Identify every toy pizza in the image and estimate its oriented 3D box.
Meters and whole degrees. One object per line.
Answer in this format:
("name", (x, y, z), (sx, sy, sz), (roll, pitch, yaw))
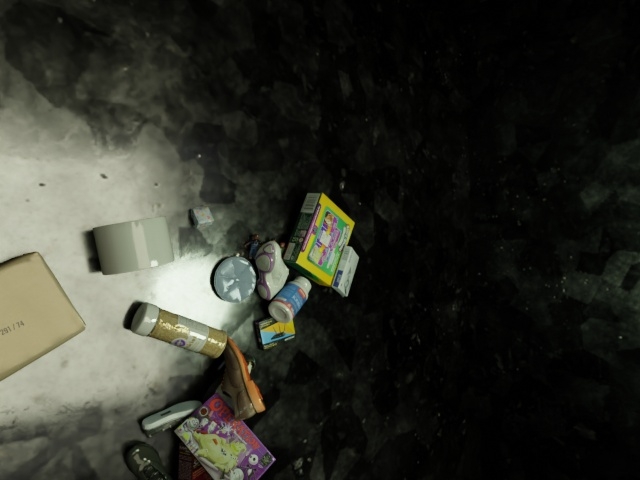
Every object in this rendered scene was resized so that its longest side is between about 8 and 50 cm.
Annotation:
("toy pizza", (-0.372, 0.170, 1.870), (0.201, 0.032, 0.201), (0, 89, -39))

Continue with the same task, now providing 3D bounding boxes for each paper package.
("paper package", (-0.962, 0.234, 1.322), (0.325, 0.168, 0.309), (-34, 109, -33))

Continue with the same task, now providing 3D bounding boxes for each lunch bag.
("lunch bag", (-0.491, -0.101, 1.776), (0.071, 0.053, 0.083), (-16, 72, -37))

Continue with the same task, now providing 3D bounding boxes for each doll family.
("doll family", (-0.244, 0.034, 1.948), (0.193, 0.076, 0.111), (4, 102, -41))

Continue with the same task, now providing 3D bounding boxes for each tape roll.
("tape roll", (-0.657, 0.016, 1.521), (0.246, 0.246, 0.169), (-13, 96, -38))

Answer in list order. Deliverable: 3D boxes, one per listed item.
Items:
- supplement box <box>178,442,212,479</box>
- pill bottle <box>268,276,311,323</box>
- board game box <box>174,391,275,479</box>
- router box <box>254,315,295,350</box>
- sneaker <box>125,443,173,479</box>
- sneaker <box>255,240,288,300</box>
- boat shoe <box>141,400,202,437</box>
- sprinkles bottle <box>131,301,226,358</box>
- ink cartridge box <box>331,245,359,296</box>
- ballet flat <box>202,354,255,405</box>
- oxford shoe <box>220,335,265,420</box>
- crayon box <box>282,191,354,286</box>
("supplement box", (-0.491, 0.902, 1.690), (0.130, 0.073, 0.239), (5, 84, -68))
("pill bottle", (-0.133, 0.266, 1.980), (0.124, 0.124, 0.221), (60, 41, -20))
("board game box", (-0.363, 0.782, 1.634), (0.347, 0.056, 0.208), (44, 55, 10))
("router box", (-0.207, 0.414, 1.980), (0.179, 0.046, 0.133), (-14, 96, -38))
("sneaker", (-0.611, 0.875, 1.593), (0.109, 0.130, 0.286), (-41, 111, -30))
("sneaker", (-0.209, 0.117, 1.909), (0.152, 0.114, 0.305), (-32, 143, -43))
("boat shoe", (-0.571, 0.697, 1.667), (0.228, 0.080, 0.076), (-12, 104, -38))
("sprinkles bottle", (-0.542, 0.354, 1.673), (0.355, 0.121, 0.121), (30, 70, -33))
("ink cartridge box", (0.138, 0.167, 2.192), (0.224, 0.045, 0.223), (49, 56, -62))
("ballet flat", (-0.379, 0.596, 1.807), (0.280, 0.096, 0.095), (-49, 116, -28))
("oxford shoe", (-0.351, 0.541, 1.724), (0.132, 0.364, 0.130), (-27, 142, -11))
("crayon box", (0.000, 0.000, 2.085), (0.313, 0.106, 0.363), (39, 65, -47))
